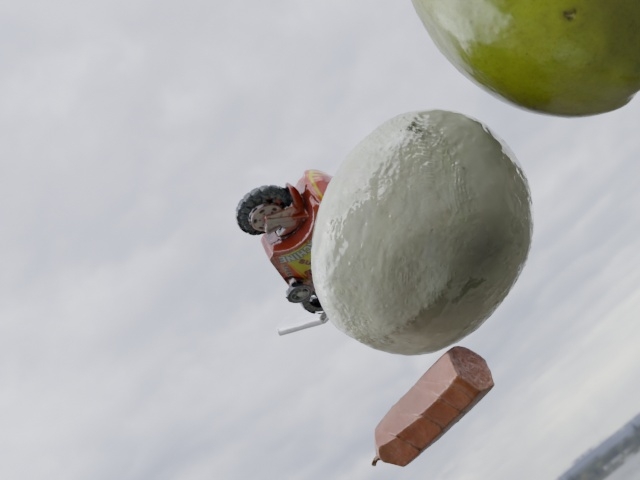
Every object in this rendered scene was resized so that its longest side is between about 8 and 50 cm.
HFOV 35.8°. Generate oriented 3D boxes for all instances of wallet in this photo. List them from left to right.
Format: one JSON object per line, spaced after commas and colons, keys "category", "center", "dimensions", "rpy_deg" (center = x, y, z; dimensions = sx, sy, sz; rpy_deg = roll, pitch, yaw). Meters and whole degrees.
{"category": "wallet", "center": [-0.030, 0.156, 1.967], "dimensions": [0.122, 0.025, 0.061], "rpy_deg": [-20, 21, 37]}

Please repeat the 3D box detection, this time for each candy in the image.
{"category": "candy", "center": [0.120, -0.003, 1.102], "dimensions": [0.295, 0.185, 0.296], "rpy_deg": [-14, -63, -29]}

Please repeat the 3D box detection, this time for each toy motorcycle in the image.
{"category": "toy motorcycle", "center": [-0.002, 0.000, 1.410], "dimensions": [0.171, 0.089, 0.298], "rpy_deg": [-36, -40, 0]}

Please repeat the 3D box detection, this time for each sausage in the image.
{"category": "sausage", "center": [0.113, 0.186, 1.061], "dimensions": [0.065, 0.065, 0.169], "rpy_deg": [-13, -32, -49]}

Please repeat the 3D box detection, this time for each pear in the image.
{"category": "pear", "center": [0.236, -0.268, 1.072], "dimensions": [0.253, 0.307, 0.253], "rpy_deg": [-62, -9, -16]}
